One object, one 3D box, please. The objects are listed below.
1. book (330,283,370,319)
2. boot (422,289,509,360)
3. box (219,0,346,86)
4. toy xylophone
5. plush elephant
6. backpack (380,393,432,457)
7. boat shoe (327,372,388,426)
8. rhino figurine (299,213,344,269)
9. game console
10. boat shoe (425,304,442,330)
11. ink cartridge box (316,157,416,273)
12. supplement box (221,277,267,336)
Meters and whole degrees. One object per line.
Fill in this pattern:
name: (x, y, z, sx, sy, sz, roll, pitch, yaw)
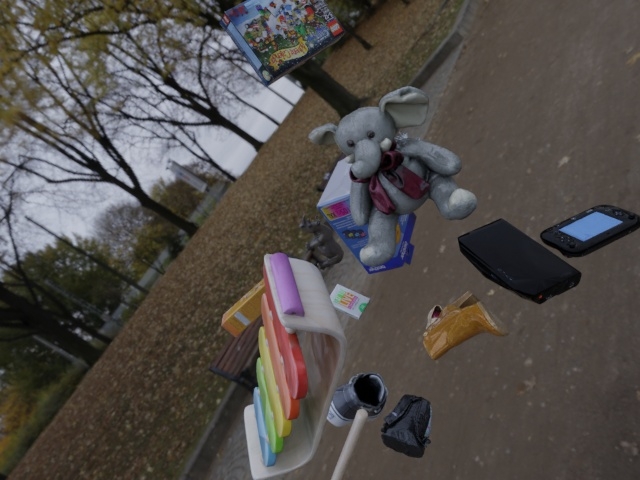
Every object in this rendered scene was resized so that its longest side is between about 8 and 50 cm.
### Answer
book: (0.107, 0.240, 1.865, 0.096, 0.144, 0.035, -54, -25, -34)
boot: (0.388, 0.260, 1.330, 0.211, 0.104, 0.295, -48, 6, 8)
box: (-0.075, -0.456, 1.030, 0.233, 0.159, 0.044, -43, 10, -26)
toy xylophone: (-0.032, 0.181, 0.582, 0.236, 0.081, 0.322, -120, 34, -57)
plush elephant: (0.129, -0.164, 0.996, 0.272, 0.255, 0.330, -27, 47, 33)
backpack: (0.279, 0.577, 1.511, 0.182, 0.152, 0.115, -51, -27, -48)
boat shoe: (0.110, 0.358, 1.129, 0.102, 0.108, 0.301, -36, -26, 17)
rhino figurine: (0.000, 0.000, 1.719, 0.106, 0.243, 0.073, -28, 27, 7)
game console: (0.483, -0.002, 0.990, 0.361, 0.044, 0.213, -22, 40, -16)
boat shoe: (0.413, 0.296, 1.716, 0.170, 0.063, 0.059, -78, 1, -55)
ink cartridge box: (0.187, -0.076, 1.648, 0.151, 0.395, 0.270, -15, 35, 35)
supplement box: (-0.232, 0.221, 1.651, 0.233, 0.080, 0.078, -44, 17, 9)
